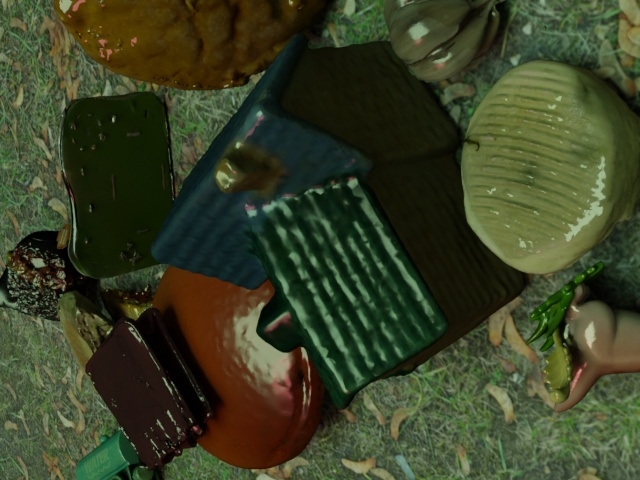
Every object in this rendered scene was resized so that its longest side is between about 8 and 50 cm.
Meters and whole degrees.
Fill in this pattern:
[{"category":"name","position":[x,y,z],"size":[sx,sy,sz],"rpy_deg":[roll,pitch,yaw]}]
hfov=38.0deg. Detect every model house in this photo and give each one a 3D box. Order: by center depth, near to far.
[{"category":"model house","position":[0.000,0.000,1.139],"size":[0.334,0.342,0.382],"rpy_deg":[-45,71,40]},{"category":"model house","position":[-0.371,-0.098,1.554],"size":[0.154,0.207,0.294],"rpy_deg":[11,109,44]}]

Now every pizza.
[{"category":"pizza","position":[-0.315,0.127,1.646],"size":[0.194,0.069,0.154],"rpy_deg":[-27,92,57]}]

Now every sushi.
[{"category":"sushi","position":[-0.522,0.059,1.781],"size":[0.172,0.153,0.151],"rpy_deg":[21,112,27]}]

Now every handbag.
[{"category":"handbag","position":[-0.258,0.231,1.424],"size":[0.216,0.074,0.203],"rpy_deg":[55,137,14]}]

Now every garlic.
[{"category":"garlic","position":[0.164,-0.260,1.074],"size":[0.194,0.127,0.131],"rpy_deg":[-20,84,25]}]

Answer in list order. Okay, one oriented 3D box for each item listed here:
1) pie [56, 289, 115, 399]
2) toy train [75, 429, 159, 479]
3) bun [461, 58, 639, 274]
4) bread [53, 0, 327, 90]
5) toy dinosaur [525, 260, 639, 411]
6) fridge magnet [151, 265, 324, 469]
[{"category":"pie","position":[-0.364,0.234,1.674],"size":[0.337,0.075,0.338],"rpy_deg":[39,152,25]},{"category":"toy train","position":[-0.410,0.460,1.835],"size":[0.248,0.101,0.159],"rpy_deg":[-40,61,41]},{"category":"bun","position":[0.261,-0.080,1.028],"size":[0.209,0.116,0.237],"rpy_deg":[3,90,45]},{"category":"bread","position":[-0.161,-0.377,1.166],"size":[0.215,0.398,0.398],"rpy_deg":[43,129,43]},{"category":"toy dinosaur","position":[0.329,0.122,1.031],"size":[0.194,0.152,0.177],"rpy_deg":[-35,74,1]},{"category":"fridge magnet","position":[-0.127,0.175,1.437],"size":[0.363,0.155,0.364],"rpy_deg":[13,110,40]}]
